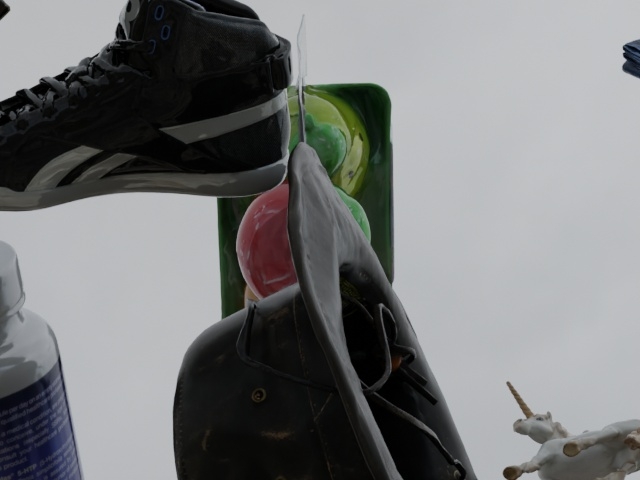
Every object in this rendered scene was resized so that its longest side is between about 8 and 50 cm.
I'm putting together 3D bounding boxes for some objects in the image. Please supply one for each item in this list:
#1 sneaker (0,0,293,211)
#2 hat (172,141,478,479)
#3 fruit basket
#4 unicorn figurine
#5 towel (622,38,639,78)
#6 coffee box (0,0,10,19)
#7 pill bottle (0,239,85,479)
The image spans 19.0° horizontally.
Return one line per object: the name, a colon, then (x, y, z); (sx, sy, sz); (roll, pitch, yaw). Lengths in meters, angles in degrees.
sneaker: (-0.122, -0.087, 1.024); (0.217, 0.079, 0.121); (-4, -63, -14)
hat: (0.000, 0.123, 1.005); (0.134, 0.331, 0.331); (-22, -43, 6)
fruit basket: (0.000, 0.000, 1.612); (0.165, 0.353, 0.327); (-4, -73, -6)
unicorn figurine: (0.169, 0.142, 1.281); (0.162, 0.111, 0.060); (0, -76, 37)
towel: (0.303, -0.140, 1.543); (0.067, 0.119, 0.029); (-20, -60, -29)
coffee box: (-0.328, -0.217, 1.070); (0.119, 0.168, 0.297); (-44, -51, -9)
pill bottle: (-0.206, 0.099, 1.148); (0.112, 0.112, 0.186); (-8, -67, -2)
